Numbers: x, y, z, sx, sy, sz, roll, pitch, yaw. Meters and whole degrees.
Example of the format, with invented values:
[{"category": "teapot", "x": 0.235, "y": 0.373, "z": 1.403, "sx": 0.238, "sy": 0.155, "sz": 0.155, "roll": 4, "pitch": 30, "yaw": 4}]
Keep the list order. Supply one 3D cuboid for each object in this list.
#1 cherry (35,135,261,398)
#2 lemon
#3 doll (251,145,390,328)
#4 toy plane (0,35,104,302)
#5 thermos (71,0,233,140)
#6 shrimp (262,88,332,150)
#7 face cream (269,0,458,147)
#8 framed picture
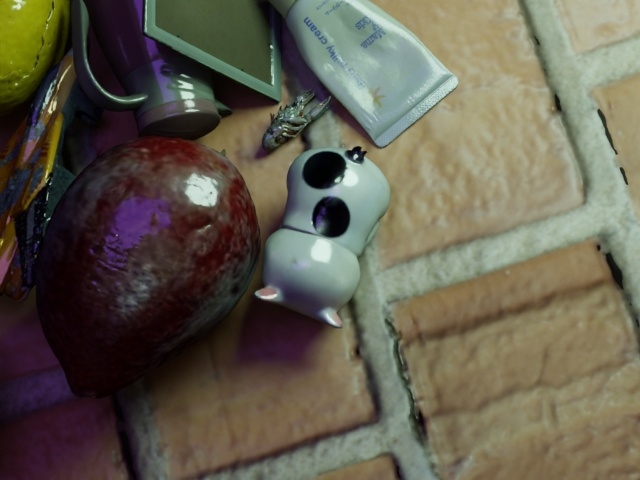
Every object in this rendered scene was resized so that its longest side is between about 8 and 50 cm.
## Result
[{"category": "cherry", "x": -0.173, "y": 0.019, "z": 1.643, "sx": 0.203, "sy": 0.230, "sz": 0.300, "roll": 31, "pitch": 75, "yaw": -2}, {"category": "lemon", "x": -0.375, "y": -0.248, "z": 1.815, "sx": 0.204, "sy": 0.204, "sz": 0.260, "roll": 9, "pitch": 74, "yaw": 16}, {"category": "doll", "x": 0.002, "y": -0.006, "z": 1.690, "sx": 0.110, "sy": 0.107, "sz": 0.180, "roll": 20, "pitch": 80, "yaw": -3}, {"category": "toy plane", "x": -0.304, "y": -0.076, "z": 1.780, "sx": 0.204, "sy": 0.103, "sz": 0.316, "roll": 1, "pitch": 55, "yaw": 45}, {"category": "thermos", "x": -0.192, "y": -0.233, "z": 1.798, "sx": 0.176, "sy": 0.146, "sz": 0.265, "roll": -2, "pitch": 70, "yaw": -32}, {"category": "shrimp", "x": -0.031, "y": -0.134, "z": 1.791, "sx": 0.092, "sy": 0.029, "sz": 0.038, "roll": -34, "pitch": 57, "yaw": -9}, {"category": "face cream", "x": 0.036, "y": -0.215, "z": 1.795, "sx": 0.114, "sy": 0.070, "sz": 0.224, "roll": -40, "pitch": 75, "yaw": -5}, {"category": "framed picture", "x": -0.117, "y": -0.302, "z": 1.790, "sx": 0.017, "sy": 0.217, "sz": 0.274, "roll": -18, "pitch": 61, "yaw": 36}]
